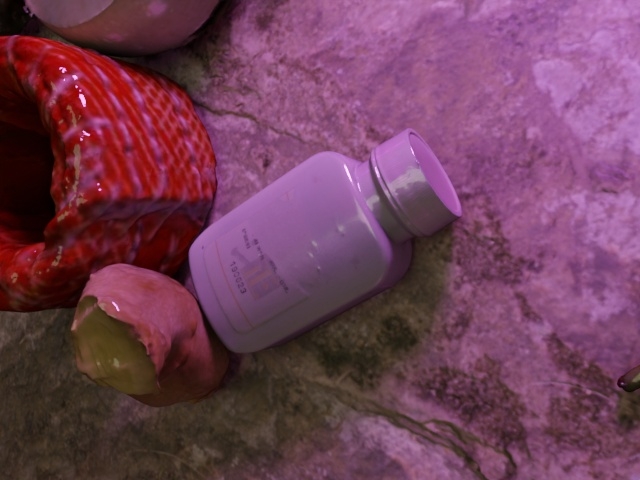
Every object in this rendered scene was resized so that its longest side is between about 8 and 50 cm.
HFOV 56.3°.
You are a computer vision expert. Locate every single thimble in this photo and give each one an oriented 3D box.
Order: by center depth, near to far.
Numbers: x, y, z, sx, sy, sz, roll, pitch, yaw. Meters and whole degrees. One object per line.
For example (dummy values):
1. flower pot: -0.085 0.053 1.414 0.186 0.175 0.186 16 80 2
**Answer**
1. thimble: -0.326 -0.084 0.766 0.350 0.230 0.351 -1 88 29

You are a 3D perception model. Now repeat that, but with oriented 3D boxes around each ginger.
1. ginger: -0.193 0.114 0.678 0.137 0.267 0.152 -18 65 9

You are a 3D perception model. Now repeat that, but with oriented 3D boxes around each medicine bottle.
1. medicine bottle: 0.000 0.000 0.658 0.296 0.111 0.161 -33 74 24

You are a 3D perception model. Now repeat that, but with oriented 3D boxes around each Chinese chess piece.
1. Chinese chess piece: -0.249 -0.415 0.770 0.349 0.146 0.350 -1 88 34

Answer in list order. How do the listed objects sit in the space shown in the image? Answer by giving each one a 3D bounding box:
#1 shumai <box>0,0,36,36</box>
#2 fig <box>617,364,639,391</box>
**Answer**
1. shumai: -0.515 -0.394 0.943 0.261 0.221 0.225 -134 40 -53
2. fig: 0.369 0.114 0.472 0.245 0.149 0.149 6 90 47
